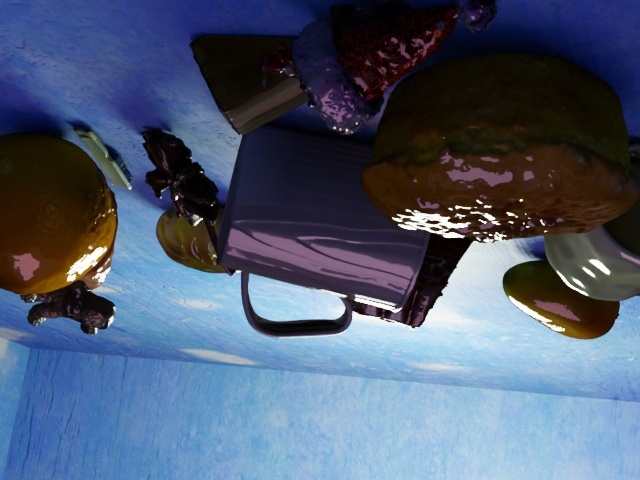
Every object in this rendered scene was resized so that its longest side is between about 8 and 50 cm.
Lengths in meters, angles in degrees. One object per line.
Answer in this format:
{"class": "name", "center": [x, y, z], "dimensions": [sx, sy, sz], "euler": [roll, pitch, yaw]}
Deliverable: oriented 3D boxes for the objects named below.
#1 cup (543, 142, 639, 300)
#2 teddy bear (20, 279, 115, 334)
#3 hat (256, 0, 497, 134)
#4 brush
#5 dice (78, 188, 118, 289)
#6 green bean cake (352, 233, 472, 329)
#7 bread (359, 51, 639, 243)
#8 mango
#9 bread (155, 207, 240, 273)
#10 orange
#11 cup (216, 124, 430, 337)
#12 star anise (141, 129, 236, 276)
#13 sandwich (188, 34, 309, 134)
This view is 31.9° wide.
{"class": "cup", "center": [0.352, -0.025, 1.448], "dimensions": [0.255, 0.173, 0.202], "euler": [9, 164, -4]}
{"class": "teddy bear", "center": [-0.421, 0.108, 1.905], "dimensions": [0.161, 0.078, 0.119], "euler": [9, 132, 12]}
{"class": "hat", "center": [0.070, -0.201, 1.133], "dimensions": [0.227, 0.128, 0.140], "euler": [-22, 133, 30]}
{"class": "brush", "center": [-0.328, -0.131, 1.715], "dimensions": [0.033, 0.030, 0.178], "euler": [20, 159, 21]}
{"class": "dice", "center": [-0.456, -0.014, 1.935], "dimensions": [0.175, 0.179, 0.174], "euler": [9, 165, -23]}
{"class": "green bean cake", "center": [0.144, 0.038, 1.740], "dimensions": [0.199, 0.232, 0.097], "euler": [14, 121, 1]}
{"class": "bread", "center": [0.199, -0.093, 1.251], "dimensions": [0.312, 0.172, 0.312], "euler": [2, 166, 1]}
{"class": "mango", "center": [0.429, 0.100, 1.975], "dimensions": [0.221, 0.120, 0.152], "euler": [25, 161, -26]}
{"class": "bread", "center": [-0.187, 0.005, 1.999], "dimensions": [0.214, 0.104, 0.213], "euler": [5, 167, 1]}
{"class": "orange", "center": [-0.434, -0.041, 1.679], "dimensions": [0.246, 0.246, 0.246], "euler": [8, 165, 2]}
{"class": "cup", "center": [0.002, -0.014, 1.548], "dimensions": [0.273, 0.208, 0.288], "euler": [13, 137, -8]}
{"class": "star anise", "center": [-0.196, -0.068, 1.643], "dimensions": [0.177, 0.073, 0.234], "euler": [41, 153, 34]}
{"class": "sandwich", "center": [-0.054, -0.212, 1.281], "dimensions": [0.163, 0.113, 0.079], "euler": [-29, 159, 3]}
